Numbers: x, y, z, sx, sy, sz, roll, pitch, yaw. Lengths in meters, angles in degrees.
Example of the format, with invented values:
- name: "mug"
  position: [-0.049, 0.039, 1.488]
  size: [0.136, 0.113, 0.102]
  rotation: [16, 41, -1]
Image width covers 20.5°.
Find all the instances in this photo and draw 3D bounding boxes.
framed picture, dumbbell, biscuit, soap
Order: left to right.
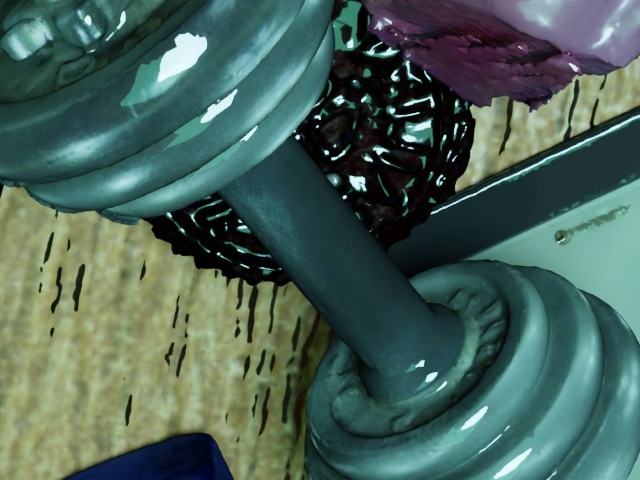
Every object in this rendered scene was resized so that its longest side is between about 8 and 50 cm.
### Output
- name: "biscuit"
  position: [-0.017, -0.068, 0.869]
  size: [0.194, 0.053, 0.195]
  rotation: [-3, 116, -6]
- name: "dumbbell"
  position: [0.000, 0.000, 0.768]
  size: [0.179, 0.179, 0.406]
  rotation: [-34, 122, 8]
- name: "soap"
  position: [0.132, -0.185, 0.772]
  size: [0.112, 0.182, 0.289]
  rotation: [30, 108, -15]
- name: "framed picture"
  position: [0.196, 0.091, 0.982]
  size: [0.265, 0.016, 0.347]
  rotation: [-26, 113, 5]

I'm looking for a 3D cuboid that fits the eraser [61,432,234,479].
- name: "eraser"
  position: [-0.065, 0.278, 0.985]
  size: [0.155, 0.101, 0.332]
  rotation: [-21, 112, 4]

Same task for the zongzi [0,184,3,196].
- name: "zongzi"
  position: [-0.300, 0.114, 0.759]
  size: [0.319, 0.362, 0.383]
  rotation: [42, 105, -1]
